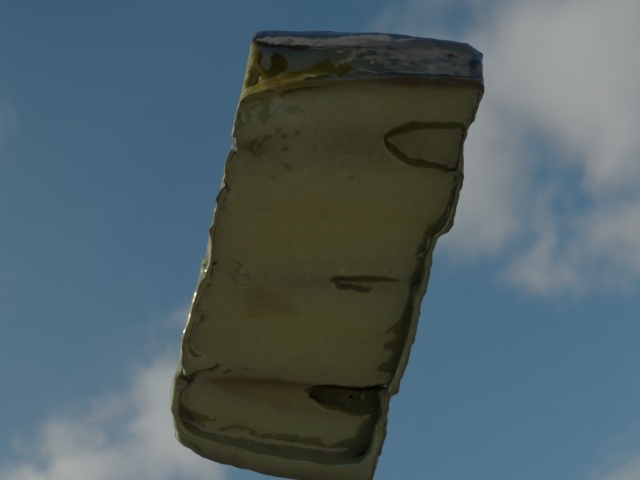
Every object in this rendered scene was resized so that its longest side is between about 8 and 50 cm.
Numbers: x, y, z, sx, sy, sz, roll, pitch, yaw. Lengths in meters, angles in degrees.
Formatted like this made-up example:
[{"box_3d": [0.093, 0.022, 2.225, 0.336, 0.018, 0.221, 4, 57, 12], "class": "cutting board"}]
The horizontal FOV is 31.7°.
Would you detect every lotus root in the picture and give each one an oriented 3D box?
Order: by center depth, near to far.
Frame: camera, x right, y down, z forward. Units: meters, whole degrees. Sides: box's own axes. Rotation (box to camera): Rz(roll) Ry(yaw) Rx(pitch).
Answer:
[{"box_3d": [0.000, 0.000, 0.581, 0.119, 0.138, 0.234, 12, -72, -4], "class": "lotus root"}]
